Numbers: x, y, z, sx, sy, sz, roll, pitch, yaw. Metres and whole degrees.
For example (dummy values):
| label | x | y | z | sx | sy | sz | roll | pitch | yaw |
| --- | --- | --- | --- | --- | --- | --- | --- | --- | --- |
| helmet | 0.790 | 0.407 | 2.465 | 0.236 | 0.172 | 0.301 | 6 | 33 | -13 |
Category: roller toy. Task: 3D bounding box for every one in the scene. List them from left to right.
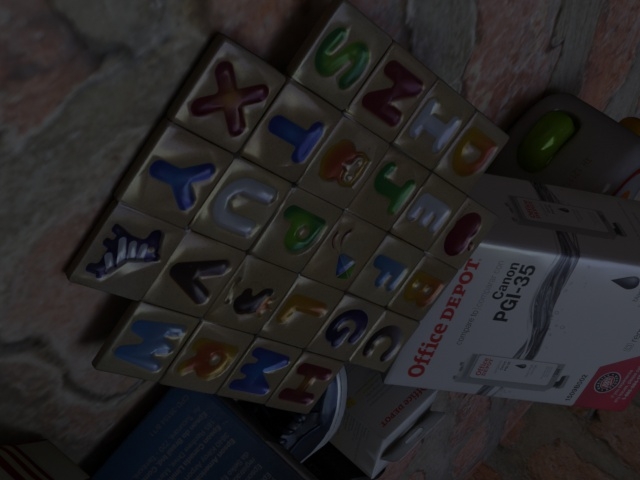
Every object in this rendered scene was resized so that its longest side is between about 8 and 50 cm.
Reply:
| label | x | y | z | sx | sy | sz | roll | pitch | yaw |
| --- | --- | --- | --- | --- | --- | --- | --- | --- | --- |
| roller toy | 0.283 | -0.059 | 0.999 | 0.209 | 0.146 | 0.191 | -22 | 143 | -50 |

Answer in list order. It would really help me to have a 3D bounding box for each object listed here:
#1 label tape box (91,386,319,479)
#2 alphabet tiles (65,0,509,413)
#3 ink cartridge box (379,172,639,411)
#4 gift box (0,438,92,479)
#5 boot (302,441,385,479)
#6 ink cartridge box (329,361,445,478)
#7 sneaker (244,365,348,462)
| label | x | y | z | sx | sy | sz | roll | pitch | yaw |
| --- | --- | --- | --- | --- | --- | --- | --- | --- | --- |
| label tape box | -0.057 | 0.303 | 0.666 | 0.241 | 0.333 | 0.106 | -47 | 164 | -9 |
| alphabet tiles | 0.000 | 0.000 | 0.622 | 0.342 | 0.011 | 0.285 | 25 | 104 | -49 |
| ink cartridge box | 0.211 | 0.056 | 0.875 | 0.282 | 0.117 | 0.207 | 8 | 128 | -14 |
| gift box | -0.198 | 0.270 | 0.488 | 0.255 | 0.258 | 0.276 | -47 | 176 | -14 |
| boot | -0.052 | 0.348 | 1.084 | 0.263 | 0.091 | 0.229 | -1 | 131 | -56 |
| ink cartridge box | 0.050 | 0.172 | 0.916 | 0.092 | 0.143 | 0.090 | -35 | 152 | -32 |
| sneaker | -0.070 | 0.201 | 0.814 | 0.163 | 0.086 | 0.226 | -13 | 137 | -59 |
